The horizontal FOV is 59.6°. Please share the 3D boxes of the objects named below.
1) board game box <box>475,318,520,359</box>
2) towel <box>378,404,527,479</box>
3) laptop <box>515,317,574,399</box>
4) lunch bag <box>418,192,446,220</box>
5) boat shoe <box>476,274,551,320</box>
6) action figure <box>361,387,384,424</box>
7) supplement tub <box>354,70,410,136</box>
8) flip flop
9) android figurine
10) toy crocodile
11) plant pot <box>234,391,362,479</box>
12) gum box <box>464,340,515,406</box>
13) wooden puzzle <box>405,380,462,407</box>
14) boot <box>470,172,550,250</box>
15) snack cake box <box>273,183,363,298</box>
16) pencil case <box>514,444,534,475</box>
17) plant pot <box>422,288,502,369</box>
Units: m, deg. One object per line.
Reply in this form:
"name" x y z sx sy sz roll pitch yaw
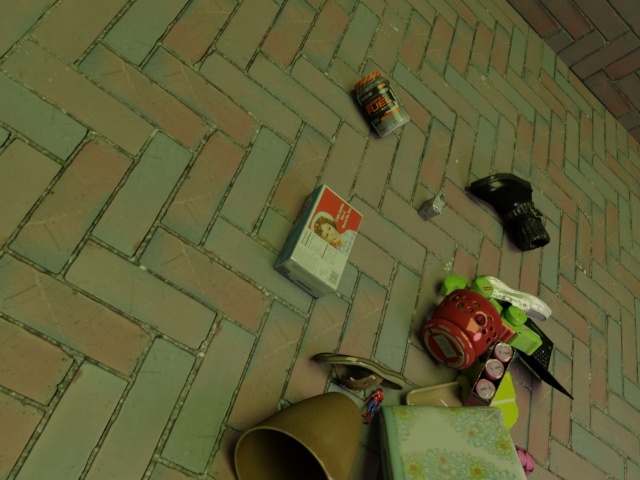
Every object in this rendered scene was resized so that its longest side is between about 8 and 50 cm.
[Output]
"board game box" 0.537 0.302 1.765 0.126 0.026 0.186 -1 50 -39
"towel" 0.308 0.542 1.302 0.320 0.090 0.375 4 33 -3
"laptop" 0.742 0.361 1.871 0.234 0.136 0.264 45 50 -14
"lunch bag" 0.370 -0.113 1.828 0.053 0.071 0.083 42 50 -14
"boat shoe" 0.633 0.216 1.858 0.276 0.098 0.096 25 59 -3
"action figure" 0.135 0.421 1.441 0.038 0.030 0.115 58 43 -10
"supplement tub" 0.196 -0.440 1.804 0.117 0.117 0.190 -34 93 -42
"flip flop" 0.103 0.344 1.411 0.277 0.112 0.080 29 70 -32
"android figurine" 0.512 0.460 1.700 0.248 0.056 0.273 3 66 -38
"toy crocodile" 0.521 0.226 1.718 0.340 0.115 0.105 42 40 10
"plant pot" -0.017 0.439 1.207 0.237 0.237 0.254 60 33 0
"gum box" 0.486 0.386 1.595 0.062 0.107 0.188 27 61 19
"wooden puzzle" 0.327 0.523 1.543 0.220 0.044 0.239 2 74 -38
"boot" 0.704 -0.100 2.045 0.347 0.131 0.260 5 68 -37
"snack cake box" 0.000 0.000 1.478 0.152 0.089 0.264 37 52 -18
"pencil case" 0.528 0.627 1.601 0.209 0.098 0.095 30 10 -36
"plant pot" 0.400 0.262 1.618 0.174 0.191 0.191 -35 94 -32
